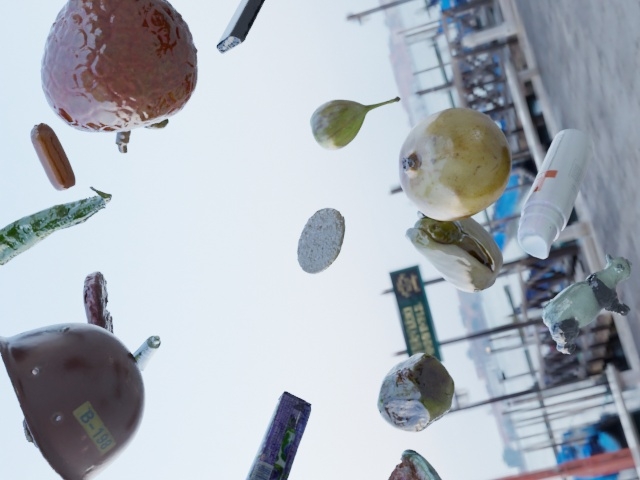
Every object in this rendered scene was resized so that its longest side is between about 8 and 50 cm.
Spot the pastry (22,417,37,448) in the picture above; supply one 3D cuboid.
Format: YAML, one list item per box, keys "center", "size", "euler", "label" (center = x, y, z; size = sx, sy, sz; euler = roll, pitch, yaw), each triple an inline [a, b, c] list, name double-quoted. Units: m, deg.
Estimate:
- center: [-0.660, 0.449, 2.178]
  size: [0.188, 0.189, 0.103]
  euler: [-96, 25, -48]
  label: "pastry"

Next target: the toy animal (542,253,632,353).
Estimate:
- center: [0.548, 0.120, 1.730]
  size: [0.121, 0.225, 0.094]
  euler: [48, -172, -42]
  label: "toy animal"

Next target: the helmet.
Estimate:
- center: [-0.473, 0.315, 1.735]
  size: [0.337, 0.230, 0.385]
  euler: [40, 154, 57]
  label: "helmet"

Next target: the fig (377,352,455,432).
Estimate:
- center: [0.190, 0.297, 1.642]
  size: [0.166, 0.144, 0.154]
  euler: [42, -116, -63]
  label: "fig"

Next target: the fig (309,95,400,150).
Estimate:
- center: [0.052, -0.234, 1.538]
  size: [0.093, 0.166, 0.093]
  euler: [47, 180, 0]
  label: "fig"

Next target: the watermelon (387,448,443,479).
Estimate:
- center: [0.149, 0.425, 1.337]
  size: [0.071, 0.139, 0.187]
  euler: [100, 151, -65]
  label: "watermelon"

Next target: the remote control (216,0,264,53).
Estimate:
- center: [-0.097, -0.384, 1.309]
  size: [0.025, 0.063, 0.245]
  euler: [36, -122, -24]
  label: "remote control"

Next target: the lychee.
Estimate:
- center: [-0.325, -0.274, 1.375]
  size: [0.255, 0.255, 0.300]
  euler: [-87, -11, -64]
  label: "lychee"

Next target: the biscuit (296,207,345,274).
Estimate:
- center: [0.000, 0.000, 1.400]
  size: [0.015, 0.120, 0.120]
  euler: [23, -137, -36]
  label: "biscuit"

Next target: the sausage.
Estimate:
- center: [-0.726, -0.226, 2.304]
  size: [0.076, 0.076, 0.197]
  euler: [-88, -19, -63]
  label: "sausage"

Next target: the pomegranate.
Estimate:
- center: [0.299, -0.170, 1.910]
  size: [0.264, 0.264, 0.264]
  euler: [-16, -90, -81]
  label: "pomegranate"

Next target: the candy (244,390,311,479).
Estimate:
- center: [-0.100, 0.489, 1.978]
  size: [0.061, 0.088, 0.312]
  euler: [-60, 4, 39]
  label: "candy"

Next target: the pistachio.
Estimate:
- center: [0.353, 0.020, 2.222]
  size: [0.288, 0.166, 0.197]
  euler: [40, 163, -12]
  label: "pistachio"

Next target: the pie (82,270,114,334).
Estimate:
- center: [-0.612, 0.195, 2.346]
  size: [0.204, 0.054, 0.218]
  euler: [-133, 36, -78]
  label: "pie"

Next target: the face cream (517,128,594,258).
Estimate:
- center: [0.511, -0.106, 1.861]
  size: [0.345, 0.102, 0.102]
  euler: [-56, -42, -37]
  label: "face cream"

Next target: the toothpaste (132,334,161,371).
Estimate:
- center: [-0.386, 0.247, 1.876]
  size: [0.049, 0.204, 0.031]
  euler: [37, -125, -7]
  label: "toothpaste"

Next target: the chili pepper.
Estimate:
- center: [-0.586, -0.040, 1.833]
  size: [0.085, 0.359, 0.076]
  euler: [49, -153, -37]
  label: "chili pepper"
